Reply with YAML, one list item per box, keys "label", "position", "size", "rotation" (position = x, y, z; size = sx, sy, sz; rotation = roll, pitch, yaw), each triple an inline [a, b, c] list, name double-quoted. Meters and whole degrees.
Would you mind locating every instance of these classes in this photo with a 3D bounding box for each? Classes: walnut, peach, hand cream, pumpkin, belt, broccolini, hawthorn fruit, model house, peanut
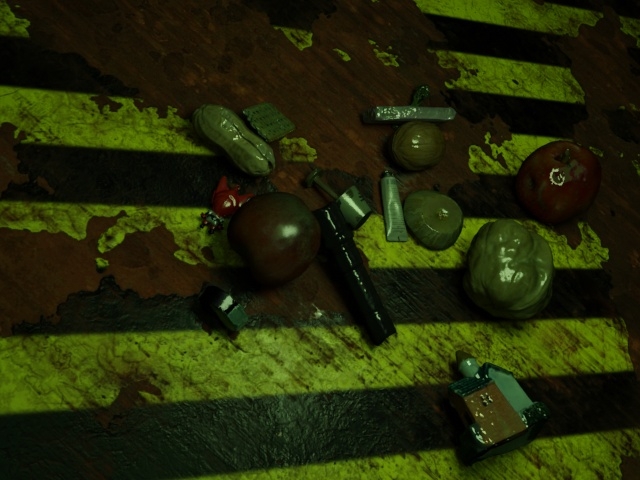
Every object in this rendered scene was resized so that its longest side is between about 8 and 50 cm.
- label: "walnut"
  position: [0.564, 0.091, 1.677]
  size: [0.281, 0.253, 0.277]
  rotation: [20, 65, -11]
- label: "peach"
  position: [-0.119, -0.012, 1.504]
  size: [0.252, 0.252, 0.253]
  rotation: [7, 66, -16]
- label: "hand cream"
  position: [0.229, -0.109, 1.772]
  size: [0.080, 0.050, 0.234]
  rotation: [1, 72, -25]
- label: "pumpkin"
  position: [0.376, -0.083, 1.765]
  size: [0.217, 0.110, 0.218]
  rotation: [8, 69, -21]
- label: "belt"
  position: [-0.251, 0.176, 1.451]
  size: [0.140, 0.105, 0.058]
  rotation: [44, 61, -8]
- label: "broccolini"
  position: [0.308, -0.467, 1.950]
  size: [0.058, 0.067, 0.216]
  rotation: [40, 70, 5]
- label: "hawthorn fruit"
  position: [0.800, -0.208, 1.881]
  size: [0.275, 0.300, 0.276]
  rotation: [-3, 58, 5]
- label: "walnut"
  position: [0.312, -0.307, 1.814]
  size: [0.207, 0.167, 0.168]
  rotation: [-12, 72, -35]
- label: "model house"
  position: [0.456, 0.442, 1.557]
  size: [0.252, 0.185, 0.291]
  rotation: [-16, 60, -17]
- label: "peanut"
  position: [-0.252, -0.296, 1.642]
  size: [0.290, 0.130, 0.130]
  rotation: [41, 61, -1]

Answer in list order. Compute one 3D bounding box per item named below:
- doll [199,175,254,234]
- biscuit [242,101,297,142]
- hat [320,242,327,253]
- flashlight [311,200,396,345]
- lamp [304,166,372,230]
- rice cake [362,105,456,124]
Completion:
- label: "doll"
  position: [-0.276, -0.096, 1.584]
  size: [0.109, 0.057, 0.169]
  rotation: [33, 61, 0]
- label: "biscuit"
  position: [-0.160, -0.368, 1.713]
  size: [0.144, 0.016, 0.203]
  rotation: [43, 32, 4]
- label: "hat"
  position: [0.001, 0.002, 1.652]
  size: [0.087, 0.042, 0.058]
  rotation: [48, 62, -34]
- label: "flashlight"
  position: [0.091, 0.093, 1.579]
  size: [0.103, 0.103, 0.424]
  rotation: [-24, 87, -26]
- label: "lamp"
  position: [0.052, -0.130, 1.679]
  size: [0.121, 0.121, 0.214]
  rotation: [-38, 74, -28]
- label: "rice cake"
  position: [0.295, -0.414, 1.855]
  size: [0.297, 0.106, 0.050]
  rotation: [-2, 91, -15]
